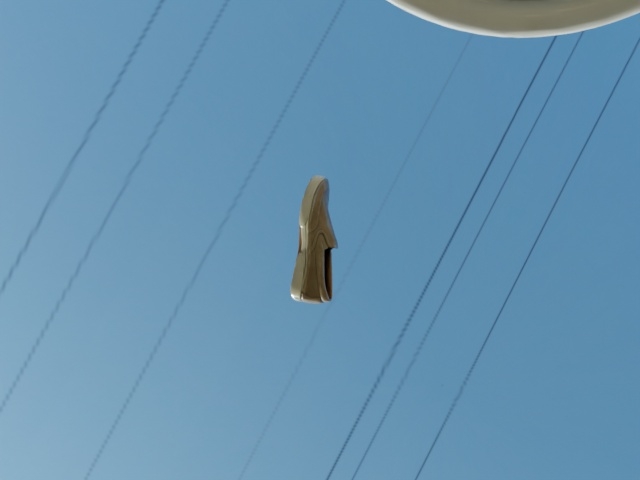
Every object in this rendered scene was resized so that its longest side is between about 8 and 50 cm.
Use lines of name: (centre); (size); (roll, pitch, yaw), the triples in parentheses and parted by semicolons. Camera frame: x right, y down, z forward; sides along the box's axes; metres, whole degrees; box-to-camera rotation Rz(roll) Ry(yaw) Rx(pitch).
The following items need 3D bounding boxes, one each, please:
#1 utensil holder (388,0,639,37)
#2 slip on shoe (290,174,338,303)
utensil holder: (0.135, -0.355, 0.672); (0.328, 0.385, 0.327); (2, -62, 4)
slip on shoe: (0.000, 0.000, 1.001); (0.041, 0.051, 0.135); (9, -91, 19)
